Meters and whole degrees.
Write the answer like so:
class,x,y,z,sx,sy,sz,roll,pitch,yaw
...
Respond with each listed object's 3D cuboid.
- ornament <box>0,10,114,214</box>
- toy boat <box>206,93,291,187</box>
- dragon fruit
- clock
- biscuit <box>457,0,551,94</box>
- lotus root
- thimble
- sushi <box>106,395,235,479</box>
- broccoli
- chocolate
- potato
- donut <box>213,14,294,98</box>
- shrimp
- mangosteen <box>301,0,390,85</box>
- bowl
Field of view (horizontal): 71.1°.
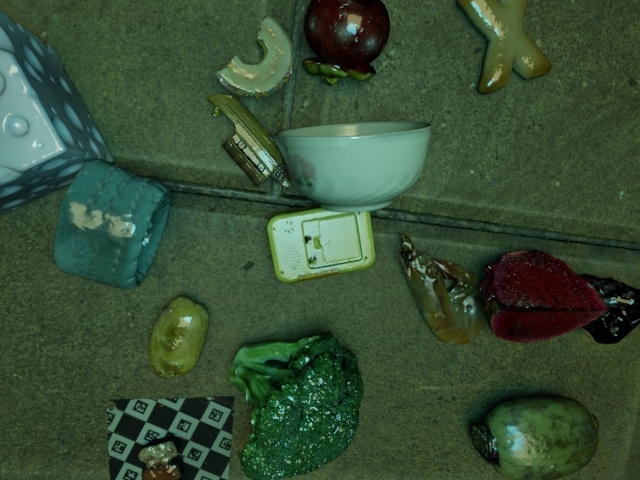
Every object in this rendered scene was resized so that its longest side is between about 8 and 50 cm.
class,x,y,z,sx,sy,sz,roll,pitch,yaw
ornament,-0.536,-0.193,0.734,0.239,0.240,0.240,-27,99,-5
toy boat,-0.140,-0.187,0.871,0.088,0.068,0.226,-41,99,2
dragon fruit,0.429,0.125,0.937,0.261,0.163,0.189,4,109,-15
clock,0.000,0.000,0.897,0.202,0.096,0.144,-10,100,-5
biscuit,0.379,-0.423,0.919,0.164,0.047,0.208,-19,99,-4
lotus root,0.493,0.423,0.988,0.309,0.173,0.173,-4,97,-14
thimble,-0.365,-0.022,0.802,0.143,0.199,0.235,21,133,-11
sushi,-0.319,0.474,0.936,0.263,0.050,0.290,2,96,-8
broccoli,-0.051,0.310,0.862,0.275,0.307,0.308,17,95,26
chocolate,0.596,0.132,0.979,0.133,0.156,0.156,34,92,7
potato,-0.283,0.196,0.894,0.107,0.080,0.171,23,92,-21
donut,-0.113,-0.329,0.852,0.108,0.065,0.166,42,80,-12
shrimp,0.267,0.094,0.958,0.152,0.063,0.287,-31,103,-5
mangosteen,0.044,-0.376,0.832,0.166,0.166,0.180,10,126,-8
bowl,0.061,-0.136,0.812,0.276,0.277,0.145,-8,110,-6
